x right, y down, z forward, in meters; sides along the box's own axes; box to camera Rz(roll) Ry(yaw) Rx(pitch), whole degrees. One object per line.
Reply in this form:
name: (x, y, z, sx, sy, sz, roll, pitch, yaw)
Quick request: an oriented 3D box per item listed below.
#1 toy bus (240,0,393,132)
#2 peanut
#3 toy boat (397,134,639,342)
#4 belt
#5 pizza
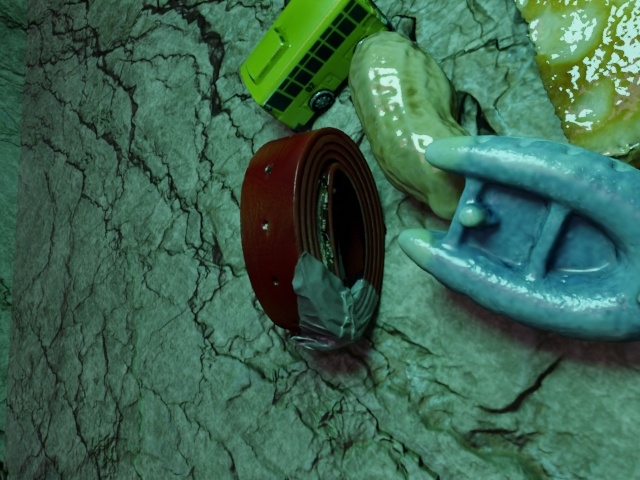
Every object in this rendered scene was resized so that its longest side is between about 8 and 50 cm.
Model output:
toy bus: (-0.020, -0.335, 0.887, 0.262, 0.150, 0.128, -43, 55, 25)
peanut: (0.142, -0.167, 0.729, 0.153, 0.140, 0.325, -23, 68, -10)
toy boat: (0.245, 0.003, 0.550, 0.330, 0.123, 0.215, 25, 112, 21)
belt: (0.000, 0.000, 0.754, 0.115, 0.227, 0.323, -3, 98, 40)
pizza: (0.364, -0.332, 0.586, 0.406, 0.130, 0.440, 50, 123, 35)
